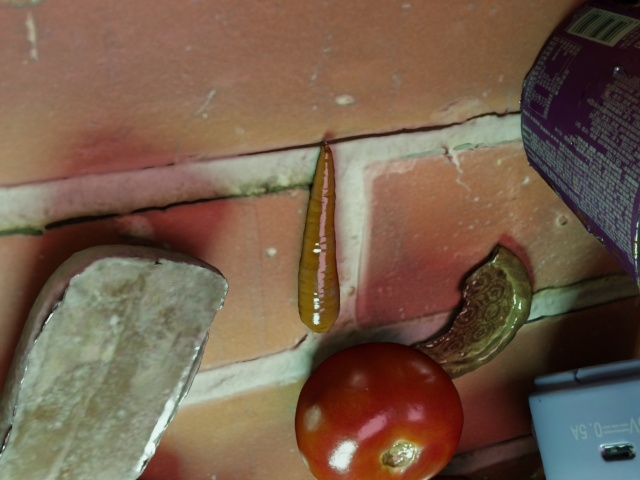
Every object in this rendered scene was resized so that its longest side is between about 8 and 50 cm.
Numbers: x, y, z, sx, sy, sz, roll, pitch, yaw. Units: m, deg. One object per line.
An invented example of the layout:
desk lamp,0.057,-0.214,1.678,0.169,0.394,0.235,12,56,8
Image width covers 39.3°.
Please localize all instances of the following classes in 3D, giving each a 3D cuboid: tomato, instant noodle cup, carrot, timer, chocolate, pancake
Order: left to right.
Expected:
chocolate,-0.224,0.129,0.878,0.185,0.100,0.303,11,115,-40
carrot,0.000,0.000,0.944,0.048,0.048,0.216,-8,115,-20
tomato,0.064,0.202,1.024,0.195,0.136,0.195,-10,124,-15
pancake,0.180,0.091,1.088,0.184,0.020,0.190,-2,118,-22
timer,0.430,0.221,1.082,0.395,0.395,0.173,-7,79,-21
instant noodle cup,0.380,-0.102,0.918,0.340,0.266,0.340,-10,120,-18

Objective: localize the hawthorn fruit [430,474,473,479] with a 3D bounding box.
hawthorn fruit,0.156,0.426,1.124,0.299,0.275,0.275,-47,127,-12
